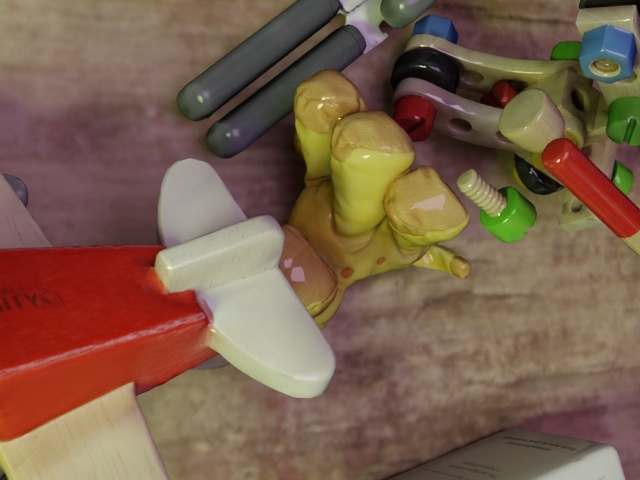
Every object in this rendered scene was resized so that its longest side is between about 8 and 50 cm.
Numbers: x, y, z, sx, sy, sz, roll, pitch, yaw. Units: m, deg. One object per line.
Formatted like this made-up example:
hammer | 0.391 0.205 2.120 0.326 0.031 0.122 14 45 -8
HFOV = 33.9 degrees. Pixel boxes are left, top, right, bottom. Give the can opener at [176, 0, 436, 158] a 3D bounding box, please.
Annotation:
can opener | 0.011 -0.176 0.857 0.283 0.095 0.076 -43 102 -27

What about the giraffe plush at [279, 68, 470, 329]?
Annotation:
giraffe plush | 0.000 0.000 0.817 0.170 0.210 0.181 -39 60 -7

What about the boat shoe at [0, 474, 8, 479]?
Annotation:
boat shoe | -0.197 0.228 0.765 0.050 0.045 0.135 -39 101 -21

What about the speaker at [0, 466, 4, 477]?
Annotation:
speaker | -0.231 0.132 0.753 0.055 0.055 0.136 44 71 -14

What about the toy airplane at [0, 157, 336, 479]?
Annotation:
toy airplane | -0.190 0.088 0.634 0.384 0.272 0.386 27 34 -10

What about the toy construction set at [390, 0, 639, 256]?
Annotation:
toy construction set | 0.217 -0.085 0.836 0.237 0.257 0.308 37 33 -29

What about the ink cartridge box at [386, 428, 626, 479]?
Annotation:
ink cartridge box | 0.073 0.345 0.810 0.385 0.160 0.279 -18 93 -23
